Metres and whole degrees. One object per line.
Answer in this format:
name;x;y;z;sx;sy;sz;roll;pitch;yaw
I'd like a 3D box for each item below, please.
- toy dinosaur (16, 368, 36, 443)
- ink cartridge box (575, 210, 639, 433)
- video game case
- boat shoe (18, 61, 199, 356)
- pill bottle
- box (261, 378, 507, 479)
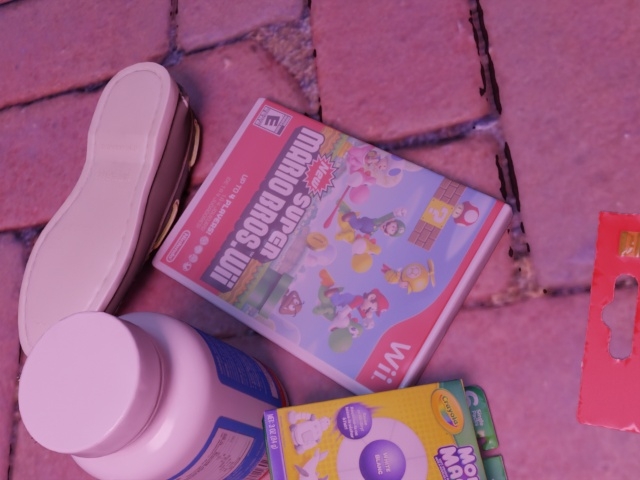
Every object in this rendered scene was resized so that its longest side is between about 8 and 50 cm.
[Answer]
toy dinosaur;-0.252;0.152;0.712;0.082;0.047;0.090;38;75;10
ink cartridge box;0.308;0.059;0.529;0.224;0.056;0.181;6;71;21
video game case;0.000;0.000;0.685;0.285;0.025;0.204;28;81;27
boat shoe;-0.196;-0.021;0.729;0.109;0.091;0.305;11;74;23
pill bottle;-0.117;0.124;0.566;0.124;0.221;0.124;-8;66;18
box;0.052;0.167;0.556;0.179;0.043;0.105;-7;67;-11
